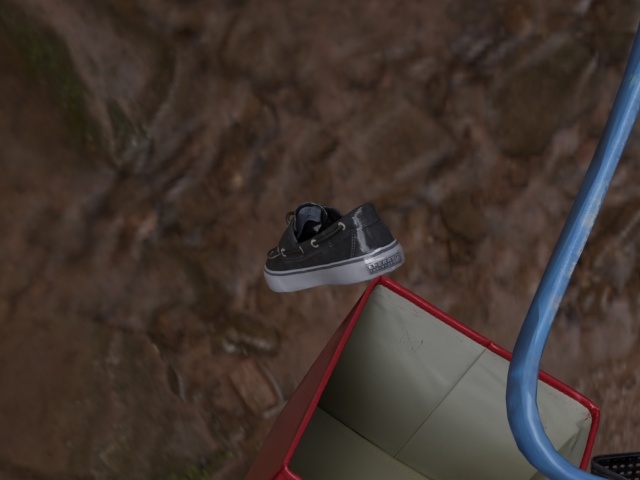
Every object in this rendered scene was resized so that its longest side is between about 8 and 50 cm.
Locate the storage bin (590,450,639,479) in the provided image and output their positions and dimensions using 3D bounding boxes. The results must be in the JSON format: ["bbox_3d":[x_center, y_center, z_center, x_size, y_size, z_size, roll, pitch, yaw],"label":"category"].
[{"bbox_3d":[0.319,0.229,1.345,0.180,0.122,0.084,-2,101,-27],"label":"storage bin"}]

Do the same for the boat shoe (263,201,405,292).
[{"bbox_3d":[0.000,0.000,1.508,0.080,0.228,0.076,-25,98,-20],"label":"boat shoe"}]

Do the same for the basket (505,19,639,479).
[{"bbox_3d":[0.225,-0.002,0.516,0.289,0.201,0.255,22,82,-6],"label":"basket"}]

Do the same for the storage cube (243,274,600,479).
[{"bbox_3d":[0.048,0.180,1.103,0.183,0.193,0.215,31,44,-2],"label":"storage cube"}]
